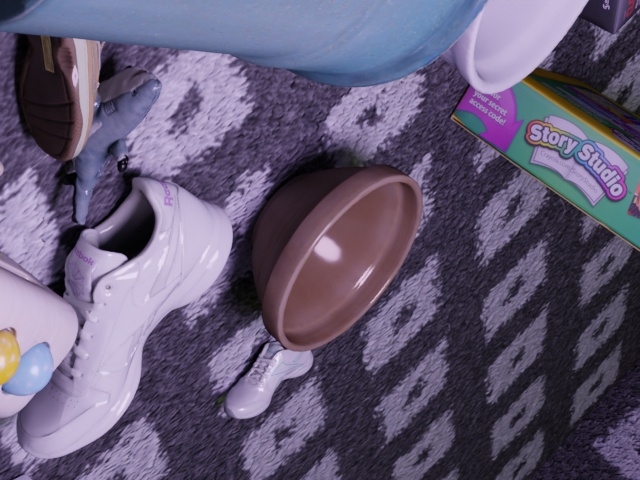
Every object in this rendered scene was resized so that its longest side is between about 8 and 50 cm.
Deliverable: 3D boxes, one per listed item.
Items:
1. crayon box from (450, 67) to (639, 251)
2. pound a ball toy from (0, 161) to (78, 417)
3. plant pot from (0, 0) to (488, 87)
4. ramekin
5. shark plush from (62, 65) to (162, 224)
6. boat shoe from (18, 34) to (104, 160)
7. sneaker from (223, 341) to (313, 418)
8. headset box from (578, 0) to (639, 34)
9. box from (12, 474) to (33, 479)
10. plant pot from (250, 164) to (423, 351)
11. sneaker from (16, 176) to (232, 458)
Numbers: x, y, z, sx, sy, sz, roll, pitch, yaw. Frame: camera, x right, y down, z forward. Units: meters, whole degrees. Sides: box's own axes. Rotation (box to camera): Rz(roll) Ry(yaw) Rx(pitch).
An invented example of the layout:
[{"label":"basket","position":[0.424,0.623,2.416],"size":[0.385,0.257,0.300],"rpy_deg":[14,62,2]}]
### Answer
[{"label":"crayon box","position":[0.390,-0.091,1.994],"size":[0.313,0.363,0.106],"rpy_deg":[-1,124,-58]},{"label":"pound a ball toy","position":[-0.281,0.033,1.247],"size":[0.208,0.135,0.319],"rpy_deg":[-51,165,-3]},{"label":"plant pot","position":[-0.093,-0.270,1.049],"size":[0.334,0.341,0.341],"rpy_deg":[-7,130,-45]},{"label":"ramekin","position":[0.188,-0.304,1.598],"size":[0.277,0.135,0.277],"rpy_deg":[-43,155,-26]},{"label":"shark plush","position":[-0.195,-0.086,1.369],"size":[0.161,0.067,0.073],"rpy_deg":[-59,154,12]},{"label":"boat shoe","position":[-0.204,-0.152,1.280],"size":[0.072,0.068,0.190],"rpy_deg":[-46,156,-41]},{"label":"sneaker","position":[-0.069,0.162,1.921],"size":[0.152,0.053,0.061],"rpy_deg":[-42,144,-35]},{"label":"headset box","position":[0.388,-0.409,1.869],"size":[0.293,0.110,0.218],"rpy_deg":[-44,153,-24]},{"label":"box","position":[-0.342,0.463,1.650],"size":[0.168,0.215,0.345],"rpy_deg":[-23,142,-47]},{"label":"plant pot","position":[0.000,0.000,1.754],"size":[0.237,0.109,0.237],"rpy_deg":[-38,151,-26]},{"label":"sneaker","position":[-0.221,0.068,1.508],"size":[0.305,0.114,0.152],"rpy_deg":[-56,141,-2]}]
